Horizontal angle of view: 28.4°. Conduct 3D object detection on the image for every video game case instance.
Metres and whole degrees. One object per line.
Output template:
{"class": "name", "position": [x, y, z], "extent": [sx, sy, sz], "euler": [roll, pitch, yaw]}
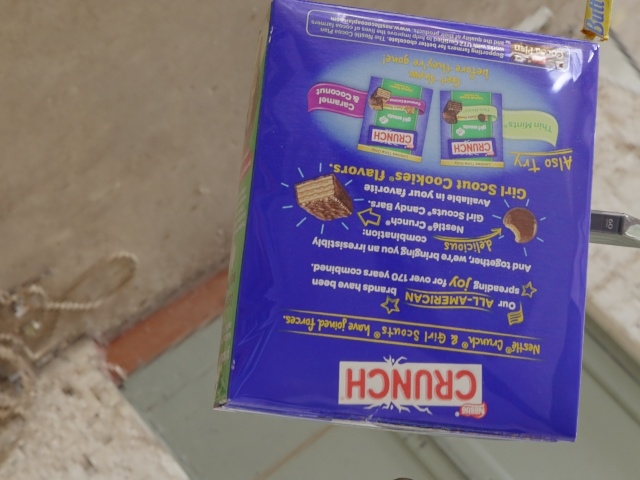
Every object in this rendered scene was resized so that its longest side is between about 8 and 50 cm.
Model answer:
{"class": "video game case", "position": [0.207, -0.022, 1.322], "extent": [0.196, 0.274, 0.026], "euler": [11, 88, -62]}

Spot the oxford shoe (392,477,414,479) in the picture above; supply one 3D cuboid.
{"class": "oxford shoe", "position": [0.076, 0.317, 1.205], "extent": [0.083, 0.227, 0.096], "euler": [1, 138, 7]}

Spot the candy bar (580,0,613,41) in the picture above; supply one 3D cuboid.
{"class": "candy bar", "position": [0.336, -0.312, 1.510], "extent": [0.018, 0.040, 0.161], "euler": [-35, 137, -40]}

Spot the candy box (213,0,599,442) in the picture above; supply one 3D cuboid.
{"class": "candy box", "position": [0.067, -0.008, 0.999], "extent": [0.122, 0.268, 0.317], "euler": [125, -28, -77]}
